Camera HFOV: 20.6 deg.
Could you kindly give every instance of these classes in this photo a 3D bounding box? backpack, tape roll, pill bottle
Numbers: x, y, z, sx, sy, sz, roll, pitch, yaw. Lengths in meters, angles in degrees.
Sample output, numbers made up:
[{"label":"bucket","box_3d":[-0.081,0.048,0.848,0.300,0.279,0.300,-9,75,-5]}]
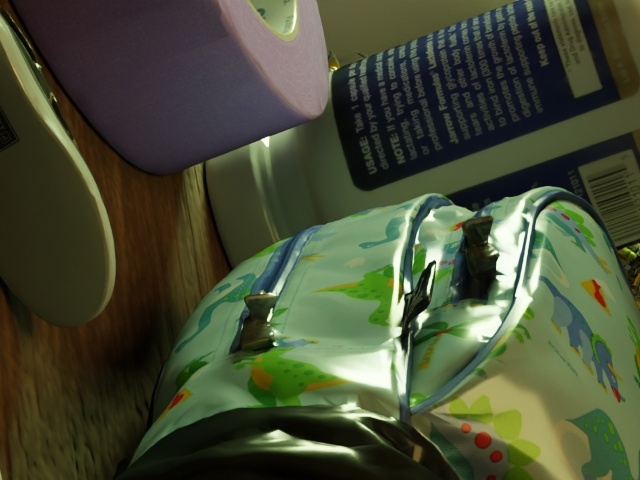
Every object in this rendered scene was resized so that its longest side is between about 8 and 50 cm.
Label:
[{"label":"backpack","box_3d":[0.048,0.120,0.754,0.290,0.273,0.355,60,2,-14]},{"label":"tape roll","box_3d":[-0.089,-0.176,0.910,0.275,0.090,0.275,-21,90,-77]},{"label":"pill bottle","box_3d":[0.079,-0.044,1.005,0.153,0.264,0.153,-19,90,-78]},{"label":"tape roll","box_3d":[0.058,-0.256,1.447,0.246,0.169,0.246,-20,90,-77]}]

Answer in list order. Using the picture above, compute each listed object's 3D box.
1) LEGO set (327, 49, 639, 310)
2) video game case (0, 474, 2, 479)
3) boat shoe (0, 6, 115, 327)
[{"label":"LEGO set","box_3d":[0.160,-0.051,1.281,0.255,0.192,0.331,31,16,25]},{"label":"video game case","box_3d":[-0.158,-0.010,0.529,0.173,0.022,0.190,39,33,-65]},{"label":"boat shoe","box_3d":[-0.115,-0.036,0.687,0.040,0.049,0.142,-37,104,-77]}]
